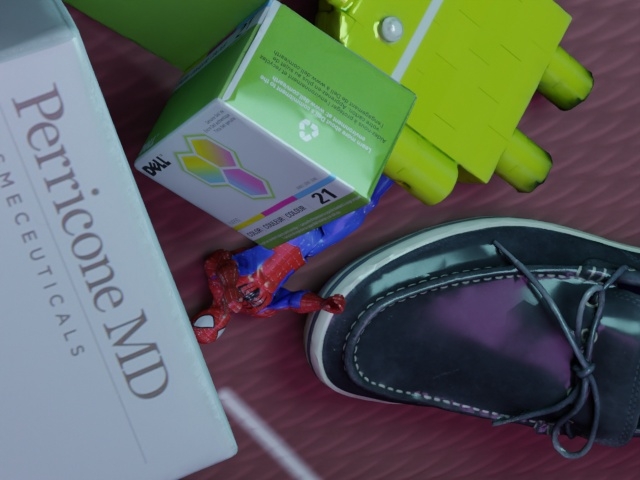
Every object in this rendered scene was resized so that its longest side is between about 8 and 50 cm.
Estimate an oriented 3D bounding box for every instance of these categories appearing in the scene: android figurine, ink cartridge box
[{"bbox_3d":[0.104,-0.160,1.224,0.273,0.056,0.248,37,75,-28],"label":"android figurine"},{"bbox_3d":[-0.089,-0.112,1.106,0.255,0.189,0.097,31,68,-16],"label":"ink cartridge box"}]

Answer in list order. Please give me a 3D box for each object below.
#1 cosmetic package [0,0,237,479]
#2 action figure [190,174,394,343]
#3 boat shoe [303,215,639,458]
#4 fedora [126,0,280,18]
[{"bbox_3d":[-0.321,0.022,1.049,0.393,0.327,0.329,-22,118,-9],"label":"cosmetic package"},{"bbox_3d":[0.000,0.000,1.255,0.280,0.139,0.091,-43,117,7],"label":"action figure"},{"bbox_3d":[0.233,0.091,1.357,0.500,0.156,0.187,5,113,-18],"label":"boat shoe"},{"bbox_3d":[-0.085,-0.259,1.141,0.194,0.079,0.194,-6,119,-10],"label":"fedora"}]
